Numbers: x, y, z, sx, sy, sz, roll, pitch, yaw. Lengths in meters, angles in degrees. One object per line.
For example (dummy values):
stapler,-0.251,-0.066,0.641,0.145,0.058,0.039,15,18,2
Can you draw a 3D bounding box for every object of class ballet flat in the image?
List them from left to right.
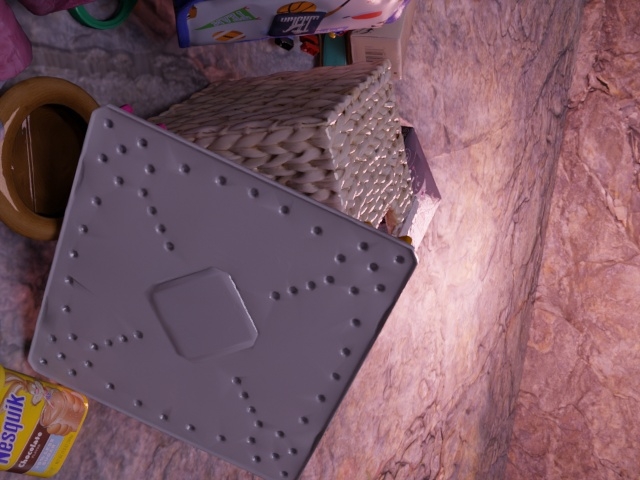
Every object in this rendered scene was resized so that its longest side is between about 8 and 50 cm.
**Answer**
ballet flat,0.028,-0.406,1.279,0.073,0.080,0.232,-62,157,-73

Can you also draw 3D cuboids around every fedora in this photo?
fedora,-0.339,-0.099,0.815,0.194,0.079,0.194,-16,110,-53

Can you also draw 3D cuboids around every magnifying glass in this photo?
magnifying glass,-0.251,-0.360,0.915,0.231,0.026,0.092,-46,135,-36

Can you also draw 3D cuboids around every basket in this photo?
basket,-0.062,-0.081,0.966,0.328,0.331,0.267,-54,137,-56

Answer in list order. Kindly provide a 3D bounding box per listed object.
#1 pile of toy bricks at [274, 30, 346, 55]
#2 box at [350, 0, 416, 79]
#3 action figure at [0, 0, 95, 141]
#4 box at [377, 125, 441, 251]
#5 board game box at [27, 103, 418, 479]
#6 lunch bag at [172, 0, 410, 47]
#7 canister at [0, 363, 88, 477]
pile of toy bricks,-0.055,-0.407,1.134,0.212,0.118,0.105,15,59,-40
box,0.130,-0.449,1.301,0.113,0.094,0.275,77,23,-58
action figure,-0.301,-0.269,0.629,0.248,0.275,0.370,48,29,-27
box,0.146,-0.113,1.461,0.163,0.142,0.247,-61,142,-24
board game box,-0.135,0.082,0.827,0.050,0.389,0.390,-65,180,-64
lunch bag,-0.041,-0.405,0.828,0.385,0.327,0.239,98,-20,-57
canister,-0.390,0.227,0.850,0.170,0.073,0.126,43,65,-54
